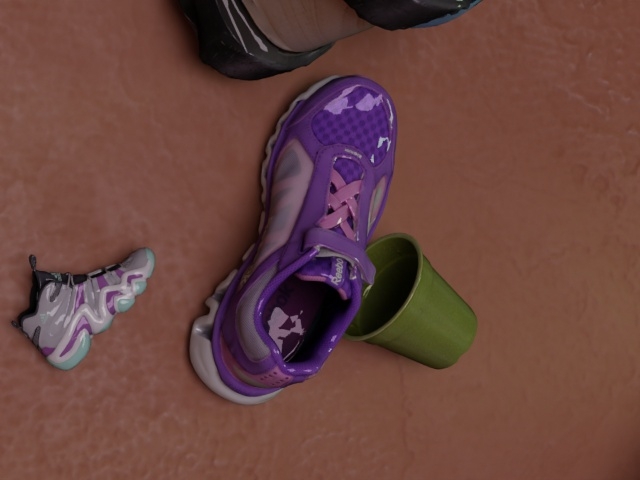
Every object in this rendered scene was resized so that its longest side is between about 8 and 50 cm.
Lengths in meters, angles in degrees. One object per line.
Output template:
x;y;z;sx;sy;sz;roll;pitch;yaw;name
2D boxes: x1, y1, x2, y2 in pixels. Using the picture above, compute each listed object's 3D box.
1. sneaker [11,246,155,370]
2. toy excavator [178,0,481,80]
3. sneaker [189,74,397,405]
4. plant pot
-0.157;0.028;1.053;0.069;0.038;0.098;44;74;-18;sneaker
0.047;-0.378;1.070;0.445;0.222;0.433;-37;103;-32;toy excavator
0.000;0.000;1.084;0.095;0.104;0.236;26;80;-19;sneaker
0.065;0.049;1.131;0.079;0.083;0.083;34;78;-32;plant pot
